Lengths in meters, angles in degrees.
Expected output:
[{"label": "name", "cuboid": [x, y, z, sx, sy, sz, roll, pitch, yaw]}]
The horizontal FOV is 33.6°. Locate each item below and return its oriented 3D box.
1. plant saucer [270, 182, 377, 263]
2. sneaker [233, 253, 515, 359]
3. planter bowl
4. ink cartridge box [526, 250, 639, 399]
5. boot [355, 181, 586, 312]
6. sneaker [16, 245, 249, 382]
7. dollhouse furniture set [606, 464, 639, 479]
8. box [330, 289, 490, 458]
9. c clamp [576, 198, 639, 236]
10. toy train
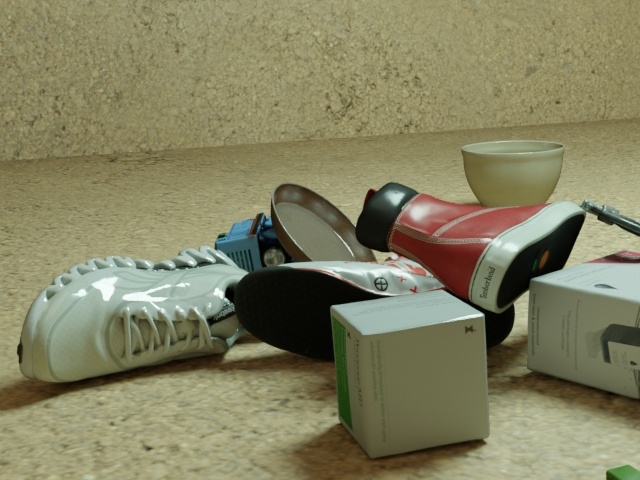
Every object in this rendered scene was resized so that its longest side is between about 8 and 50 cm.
[{"label": "plant saucer", "cuboid": [0.000, 0.000, 1.286, 0.168, 0.029, 0.168, 35, 25, -19]}, {"label": "sneaker", "cuboid": [0.052, 0.057, 1.067, 0.269, 0.090, 0.145, 1, 11, 1]}, {"label": "planter bowl", "cuboid": [0.307, -0.097, 1.691, 0.162, 0.109, 0.162, -2, 11, 0]}, {"label": "ink cartridge box", "cuboid": [0.310, 0.077, 0.909, 0.158, 0.092, 0.217, -13, 18, -40]}, {"label": "boot", "cuboid": [0.141, -0.016, 1.008, 0.176, 0.089, 0.244, 25, 21, 27]}, {"label": "sneaker", "cuboid": [-0.155, 0.072, 1.022, 0.118, 0.110, 0.292, 18, 22, 36]}, {"label": "dollhouse furniture set", "cuboid": [0.242, 0.155, 0.629, 0.151, 0.059, 0.076, -6, 13, -16]}, {"label": "box", "cuboid": [0.068, 0.101, 0.820, 0.101, 0.101, 0.087, -8, 13, -16]}, {"label": "c clamp", "cuboid": [0.328, -0.006, 1.029, 0.160, 0.022, 0.137, 25, 6, 7]}, {"label": "toy train", "cuboid": [-0.078, 0.009, 1.357, 0.105, 0.080, 0.184, -8, 12, 2]}]
